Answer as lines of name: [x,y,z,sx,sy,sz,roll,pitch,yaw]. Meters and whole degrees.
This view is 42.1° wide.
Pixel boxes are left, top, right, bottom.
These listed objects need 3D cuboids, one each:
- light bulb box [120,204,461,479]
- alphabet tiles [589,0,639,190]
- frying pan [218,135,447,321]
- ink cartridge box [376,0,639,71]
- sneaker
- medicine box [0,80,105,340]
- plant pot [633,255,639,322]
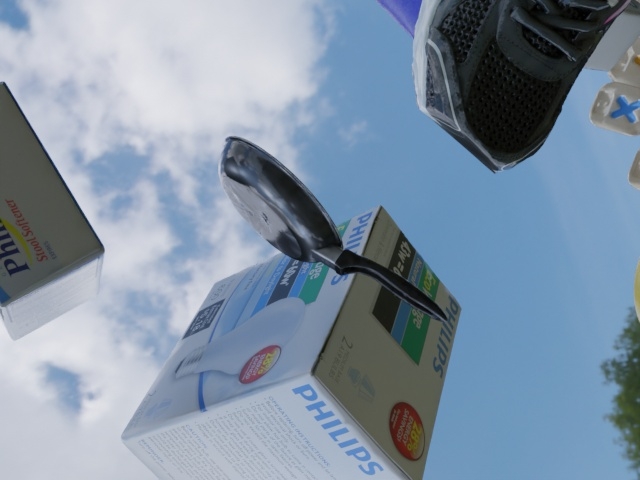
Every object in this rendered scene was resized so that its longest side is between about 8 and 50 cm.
light bulb box: [-0.028,0.187,1.197,0.225,0.361,0.358,51,-144,-20]
alphabet tiles: [0.458,-0.172,0.925,0.021,0.278,0.284,18,-86,-57]
frying pan: [-0.008,0.004,0.995,0.326,0.197,0.053,45,-106,-1]
ink cartridge box: [0.100,-0.204,0.602,0.333,0.065,0.165,-4,-131,-46]
sneaker: [0.096,-0.112,0.307,0.072,0.077,0.178,24,-92,-16]
medicine box: [-0.430,-0.027,1.146,0.149,0.289,0.263,-30,-94,-23]
plant pot: [0.401,0.056,0.689,0.254,0.239,0.254,-4,-77,-18]
